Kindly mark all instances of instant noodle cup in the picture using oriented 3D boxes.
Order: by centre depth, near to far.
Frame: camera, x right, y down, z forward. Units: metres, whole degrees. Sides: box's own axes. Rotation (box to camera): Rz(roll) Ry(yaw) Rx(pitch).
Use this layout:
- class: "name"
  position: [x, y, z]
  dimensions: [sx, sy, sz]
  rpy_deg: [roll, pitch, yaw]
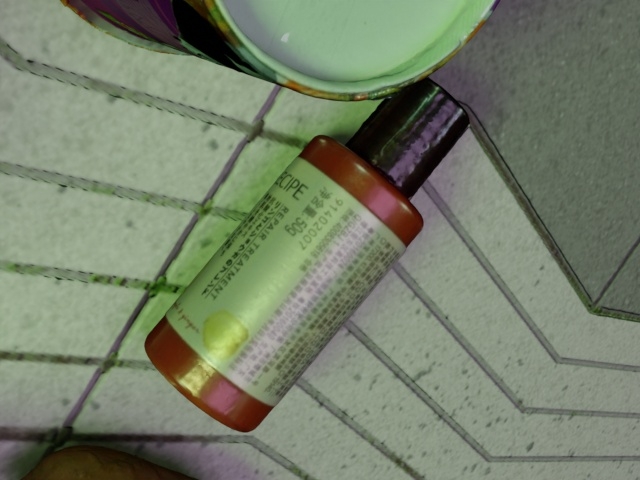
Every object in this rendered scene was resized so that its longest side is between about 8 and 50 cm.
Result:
- class: "instant noodle cup"
  position: [-0.021, -0.192, 0.450]
  dimensions: [0.251, 0.190, 0.251]
  rpy_deg: [-17, 124, -27]

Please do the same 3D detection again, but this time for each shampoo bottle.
- class: "shampoo bottle"
  position: [0.000, 0.000, 0.633]
  dimensions: [0.278, 0.104, 0.104]
  rpy_deg: [-50, 132, -1]

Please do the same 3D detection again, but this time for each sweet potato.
- class: "sweet potato"
  position: [-0.116, 0.234, 0.694]
  dimensions: [0.097, 0.097, 0.292]
  rpy_deg: [-49, 134, -2]
